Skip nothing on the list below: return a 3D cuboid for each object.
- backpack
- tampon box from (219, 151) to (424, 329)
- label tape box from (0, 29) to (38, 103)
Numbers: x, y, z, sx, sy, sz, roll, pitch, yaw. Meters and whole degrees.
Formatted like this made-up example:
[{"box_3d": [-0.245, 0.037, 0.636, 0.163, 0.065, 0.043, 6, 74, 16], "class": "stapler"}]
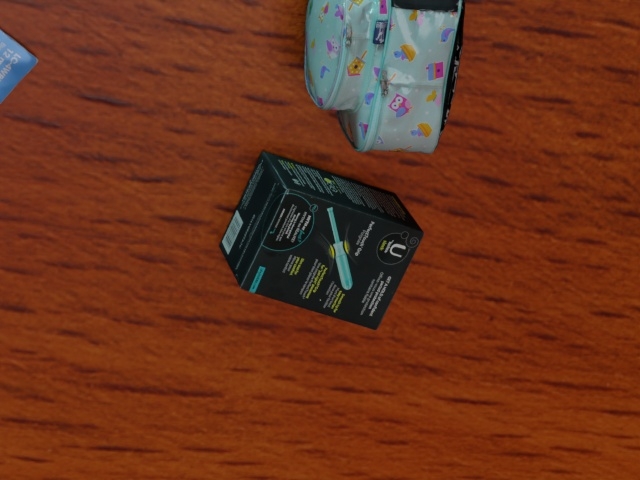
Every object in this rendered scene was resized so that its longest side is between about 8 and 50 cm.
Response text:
[{"box_3d": [0.060, -0.176, 1.757, 0.144, 0.166, 0.188, -6, 113, -12], "class": "backpack"}, {"box_3d": [0.000, 0.000, 1.861, 0.161, 0.101, 0.120, 18, 109, -24], "class": "tampon box"}, {"box_3d": [-0.458, -0.161, 1.642, 0.348, 0.115, 0.249, 39, 100, -26], "class": "label tape box"}]
